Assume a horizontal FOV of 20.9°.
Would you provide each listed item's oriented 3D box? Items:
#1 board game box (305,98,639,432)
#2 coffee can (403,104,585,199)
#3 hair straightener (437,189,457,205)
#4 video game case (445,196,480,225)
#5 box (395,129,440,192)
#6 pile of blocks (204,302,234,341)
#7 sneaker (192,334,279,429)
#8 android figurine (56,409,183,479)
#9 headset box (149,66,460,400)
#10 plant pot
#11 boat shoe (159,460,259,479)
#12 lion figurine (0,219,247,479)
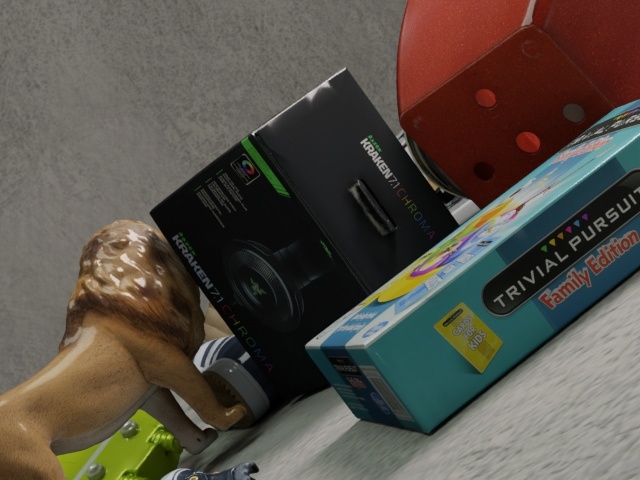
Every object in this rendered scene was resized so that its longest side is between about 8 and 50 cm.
[{"bbox_3d":[0.159,0.008,1.309,0.336,0.079,0.254,-37,3,-10],"label":"board game box"},{"bbox_3d":[0.200,-0.140,1.949,0.201,0.201,0.275,-36,3,1],"label":"coffee can"},{"bbox_3d":[0.193,-0.077,2.503,0.089,0.047,0.230,-36,3,13],"label":"hair straightener"},{"bbox_3d":[0.162,-0.024,2.301,0.190,0.022,0.173,-37,3,7],"label":"video game case"},{"bbox_3d":[0.103,-0.074,2.466,0.290,0.087,0.169,-46,5,-14],"label":"box"},{"bbox_3d":[0.007,0.073,2.063,0.112,0.149,0.362,16,-23,-36],"label":"pile of blocks"},{"bbox_3d":[-0.076,0.127,1.923,0.153,0.099,0.282,-42,11,-16],"label":"sneaker"},{"bbox_3d":[-0.255,0.236,1.872,0.273,0.056,0.248,0,42,46],"label":"android figurine"},{"bbox_3d":[0.000,0.000,1.671,0.131,0.246,0.283,-38,4,-31],"label":"headset box"},{"bbox_3d":[0.223,-0.151,1.603,0.267,0.267,0.236,-34,18,41],"label":"plant pot"},{"bbox_3d":[-0.069,0.194,1.266,0.083,0.065,0.183,-35,10,2],"label":"boat shoe"},{"bbox_3d":[-0.238,0.160,1.706,0.392,0.240,0.142,-42,-1,-33],"label":"lion figurine"}]
